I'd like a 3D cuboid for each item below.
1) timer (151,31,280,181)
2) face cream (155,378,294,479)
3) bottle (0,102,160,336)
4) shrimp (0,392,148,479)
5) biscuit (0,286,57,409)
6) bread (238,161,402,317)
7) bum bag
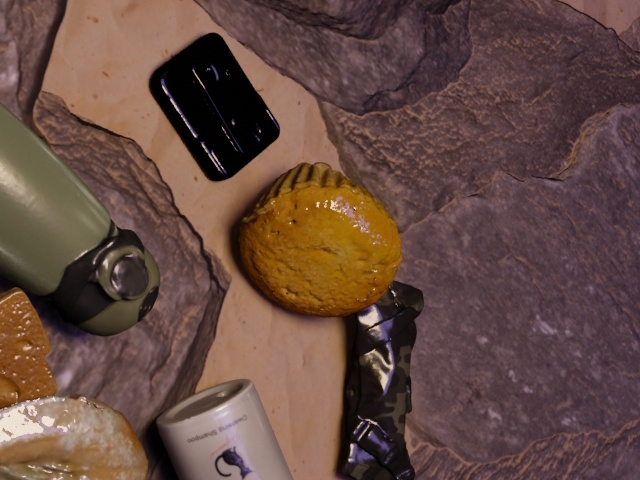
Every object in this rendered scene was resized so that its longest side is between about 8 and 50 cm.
[{"bbox_3d":[-0.149,-0.196,1.706,0.144,0.055,0.187,-44,108,-34],"label":"timer"},{"bbox_3d":[-0.087,0.383,1.593,0.145,0.145,0.370,-28,99,-38],"label":"face cream"},{"bbox_3d":[-0.348,-0.020,1.449,0.347,0.168,0.168,44,58,-27],"label":"bottle"},{"bbox_3d":[-0.399,0.303,1.372,0.445,0.110,0.221,-6,103,-37],"label":"shrimp"},{"bbox_3d":[-0.404,0.171,1.425,0.212,0.041,0.239,18,86,-36],"label":"biscuit"},{"bbox_3d":[0.001,0.003,1.699,0.240,0.240,0.139,48,25,-22],"label":"bread"},{"bbox_3d":[0.092,0.225,1.799,0.144,0.095,0.341,6,86,-39],"label":"bum bag"}]
